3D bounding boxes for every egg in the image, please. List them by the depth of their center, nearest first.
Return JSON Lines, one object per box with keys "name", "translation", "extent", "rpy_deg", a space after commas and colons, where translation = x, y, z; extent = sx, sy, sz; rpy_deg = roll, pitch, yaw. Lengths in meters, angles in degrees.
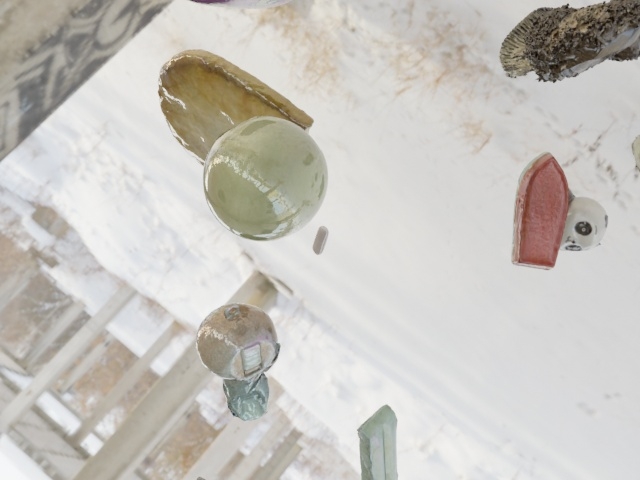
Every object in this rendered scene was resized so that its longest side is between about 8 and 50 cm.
{"name": "egg", "translation": [-0.096, -0.109, 1.266], "extent": [0.219, 0.219, 0.269], "rpy_deg": [44, -164, -11]}

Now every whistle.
{"name": "whistle", "translation": [-0.185, 0.270, 1.631], "extent": [0.189, 0.189, 0.347], "rpy_deg": [29, 137, 37]}

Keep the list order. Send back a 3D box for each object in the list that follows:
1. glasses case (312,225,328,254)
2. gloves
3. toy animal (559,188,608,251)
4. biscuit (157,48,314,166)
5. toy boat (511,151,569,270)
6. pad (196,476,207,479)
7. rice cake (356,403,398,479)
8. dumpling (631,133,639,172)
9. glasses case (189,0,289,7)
{"name": "glasses case", "translation": [0.000, 0.000, 1.863], "extent": [0.032, 0.021, 0.083], "rpy_deg": [42, 128, 36]}
{"name": "gloves", "translation": [0.498, -0.389, 1.389], "extent": [0.135, 0.210, 0.312], "rpy_deg": [70, 169, -19]}
{"name": "toy animal", "translation": [0.747, -0.067, 2.171], "extent": [0.235, 0.165, 0.187], "rpy_deg": [39, 149, 23]}
{"name": "biscuit", "translation": [-0.223, -0.278, 1.796], "extent": [0.446, 0.104, 0.429], "rpy_deg": [35, 152, 11]}
{"name": "toy boat", "translation": [0.611, -0.087, 2.010], "extent": [0.145, 0.331, 0.133], "rpy_deg": [8, -178, 0]}
{"name": "pad", "translation": [-0.089, 0.457, 0.900], "extent": [0.300, 0.202, 0.005], "rpy_deg": [22, 167, 27]}
{"name": "rice cake", "translation": [0.108, 0.407, 1.320], "extent": [0.040, 0.085, 0.226], "rpy_deg": [20, 129, 35]}
{"name": "dumpling", "translation": [0.909, -0.226, 1.895], "extent": [0.173, 0.247, 0.142], "rpy_deg": [20, 144, 15]}
{"name": "glasses case", "translation": [-0.154, -0.485, 1.369], "extent": [0.123, 0.316, 0.075], "rpy_deg": [-1, 102, 31]}
